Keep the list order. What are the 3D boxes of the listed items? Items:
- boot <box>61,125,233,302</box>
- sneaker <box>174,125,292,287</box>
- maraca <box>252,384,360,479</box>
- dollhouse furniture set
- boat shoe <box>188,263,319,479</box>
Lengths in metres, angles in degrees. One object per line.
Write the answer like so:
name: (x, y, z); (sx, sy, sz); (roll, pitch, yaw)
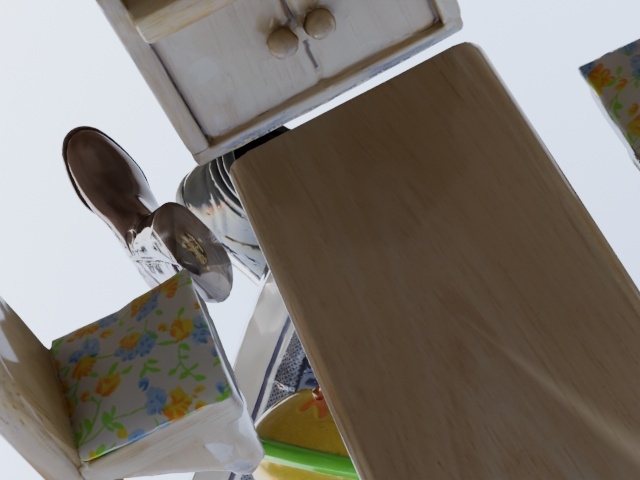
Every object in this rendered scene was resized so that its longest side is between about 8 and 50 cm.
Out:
boot: (-0.087, -0.015, 0.805); (0.037, 0.106, 0.114); (-37, -170, -12)
sneaker: (0.000, 0.000, 1.533); (0.104, 0.296, 0.147); (-53, 178, -33)
maraca: (0.000, 0.137, 1.019); (0.186, 0.127, 0.099); (10, -98, 19)
dollhouse furniture set: (0.009, -0.058, 0.629); (0.362, 0.256, 0.394); (-27, -132, 2)
boat shoe: (0.017, 0.091, 1.218); (0.127, 0.158, 0.340); (-78, -171, -67)
